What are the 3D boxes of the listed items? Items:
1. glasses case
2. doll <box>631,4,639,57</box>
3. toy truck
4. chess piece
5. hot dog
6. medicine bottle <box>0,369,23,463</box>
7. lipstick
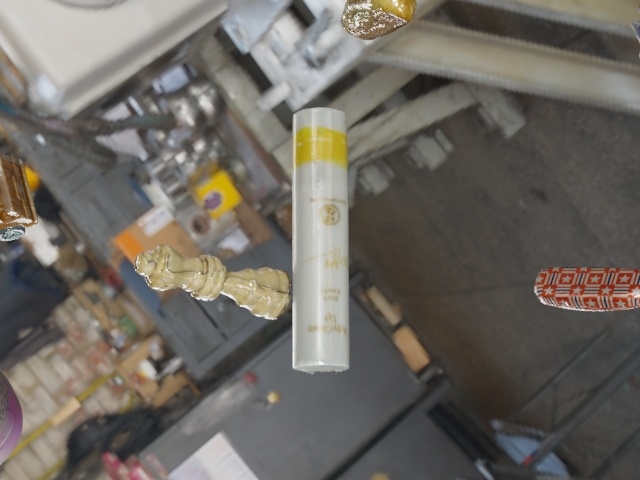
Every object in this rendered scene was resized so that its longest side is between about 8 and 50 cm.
[{"bbox_3d":[0.444,0.082,1.835,0.194,0.073,0.049,1,139,35],"label":"glasses case"},{"bbox_3d":[0.368,-0.194,1.157,0.096,0.195,0.070,-5,164,30],"label":"doll"},{"bbox_3d":[-0.400,-0.030,1.171,0.115,0.178,0.080,47,-157,-72],"label":"toy truck"},{"bbox_3d":[-0.116,0.041,1.194,0.172,0.060,0.060,15,-176,-32],"label":"chess piece"},{"bbox_3d":[0.065,-0.274,1.324,0.066,0.047,0.216,25,179,-9],"label":"hot dog"},{"bbox_3d":[-0.463,0.198,1.384,0.152,0.152,0.254,46,162,15],"label":"medicine bottle"},{"bbox_3d":[0.000,0.000,1.131,0.059,0.059,0.264,134,137,-72],"label":"lipstick"}]
